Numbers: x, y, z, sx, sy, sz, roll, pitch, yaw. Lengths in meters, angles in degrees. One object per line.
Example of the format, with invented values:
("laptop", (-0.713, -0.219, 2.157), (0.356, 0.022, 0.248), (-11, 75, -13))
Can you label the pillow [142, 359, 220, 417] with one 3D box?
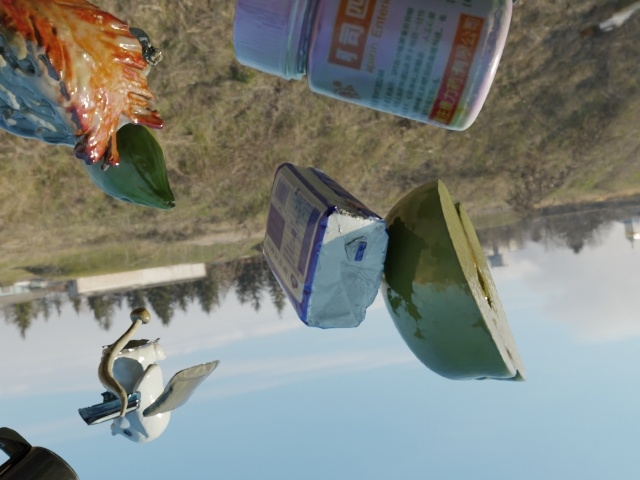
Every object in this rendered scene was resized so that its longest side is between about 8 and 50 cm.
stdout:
("pillow", (-0.317, 0.341, 1.306), (0.130, 0.033, 0.217), (-7, 144, -48))

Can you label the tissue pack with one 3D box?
("tissue pack", (0.000, 0.000, 0.989), (0.137, 0.210, 0.270), (1, -158, -22))

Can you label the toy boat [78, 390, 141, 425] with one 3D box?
("toy boat", (-0.472, 0.367, 1.277), (0.137, 0.061, 0.060), (-20, 154, -11))

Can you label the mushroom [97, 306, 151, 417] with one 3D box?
("mushroom", (-0.349, 0.208, 1.000), (0.068, 0.043, 0.306), (-34, -156, 9))

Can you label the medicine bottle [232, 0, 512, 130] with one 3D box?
("medicine bottle", (0.076, -0.324, 0.890), (0.387, 0.220, 0.219), (17, -179, 4))

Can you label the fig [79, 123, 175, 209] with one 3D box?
("fig", (-0.403, -0.155, 1.181), (0.167, 0.234, 0.167), (-18, -177, 1))

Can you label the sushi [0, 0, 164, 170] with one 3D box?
("sushi", (-0.301, -0.191, 0.512), (0.332, 0.124, 0.130), (30, 140, -6))

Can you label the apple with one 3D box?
("apple", (0.256, 0.085, 1.024), (0.319, 0.361, 0.312), (-6, 160, -22))

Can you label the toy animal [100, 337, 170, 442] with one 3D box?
("toy animal", (-0.507, 0.402, 1.583), (0.173, 0.290, 0.249), (-10, -159, -17))

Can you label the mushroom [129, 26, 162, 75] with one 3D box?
("mushroom", (-0.299, -0.308, 0.946), (0.079, 0.085, 0.085), (11, -177, 9))

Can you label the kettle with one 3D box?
("kettle", (-0.712, 0.600, 1.224), (0.262, 0.203, 0.308), (21, -147, 15))

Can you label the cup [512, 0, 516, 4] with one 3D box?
("cup", (0.371, -0.625, 1.253), (0.199, 0.199, 0.150), (-8, -137, 44))
